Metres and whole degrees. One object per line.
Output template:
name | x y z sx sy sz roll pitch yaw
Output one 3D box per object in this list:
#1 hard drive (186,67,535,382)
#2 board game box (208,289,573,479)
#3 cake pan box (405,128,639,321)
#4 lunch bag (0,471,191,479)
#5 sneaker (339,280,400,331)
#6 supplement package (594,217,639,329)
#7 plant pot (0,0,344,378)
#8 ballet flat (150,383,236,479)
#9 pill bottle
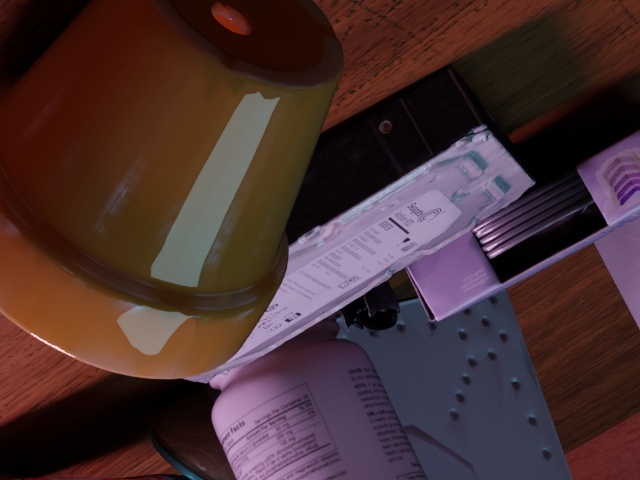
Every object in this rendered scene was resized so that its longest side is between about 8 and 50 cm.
hard drive | 0.000 0.000 1.600 0.339 0.064 0.237 -32 164 8
board game box | 0.096 0.261 2.029 0.390 0.390 0.050 -12 170 -38
cake pan box | 0.215 -0.017 1.806 0.246 0.070 0.267 -32 175 16
lunch bag | -0.217 0.279 1.949 0.258 0.120 0.293 -5 173 11
sneaker | 0.041 0.047 1.795 0.051 0.089 0.170 -28 164 9
supplement package | 0.438 -0.004 2.015 0.145 0.204 0.262 -10 158 -44
plant pot | -0.086 -0.060 1.118 0.205 0.205 0.188 -7 140 -48
ballet flat | -0.083 0.195 2.081 0.124 0.116 0.342 -46 163 -1
pill bottle | -0.003 0.190 1.831 0.160 0.283 0.160 -23 164 -7
